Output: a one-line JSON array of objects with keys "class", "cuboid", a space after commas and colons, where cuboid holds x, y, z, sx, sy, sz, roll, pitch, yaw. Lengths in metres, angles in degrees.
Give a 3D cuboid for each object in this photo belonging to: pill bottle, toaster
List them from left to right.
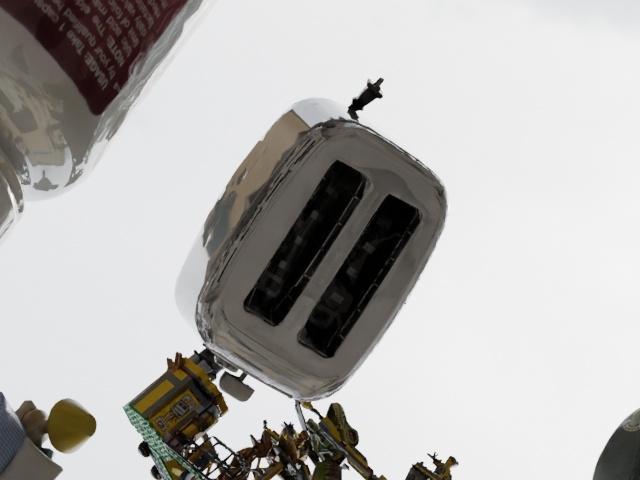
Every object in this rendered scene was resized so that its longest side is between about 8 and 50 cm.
[{"class": "pill bottle", "cuboid": [-0.203, -0.170, 1.055, 0.224, 0.224, 0.392, 30, -117, 5]}, {"class": "toaster", "cuboid": [0.000, 0.000, 1.028, 0.129, 0.146, 0.227, 33, -86, -12]}]

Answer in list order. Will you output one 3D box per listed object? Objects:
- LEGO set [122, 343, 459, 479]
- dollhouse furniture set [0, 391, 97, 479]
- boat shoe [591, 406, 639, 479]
[{"class": "LEGO set", "cuboid": [0.012, 0.195, 1.300, 0.192, 0.255, 0.331, -40, -141, -20]}, {"class": "dollhouse furniture set", "cuboid": [-0.278, 0.139, 1.081, 0.198, 0.286, 0.303, -4, -144, 35]}, {"class": "boat shoe", "cuboid": [0.235, 0.077, 0.874, 0.099, 0.116, 0.319, 3, -159, 25]}]
